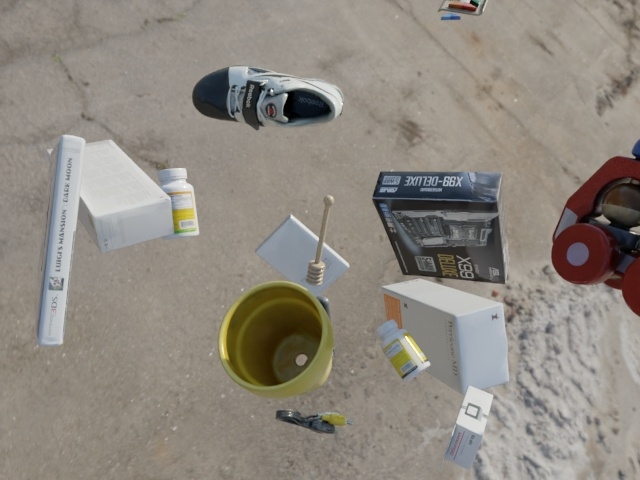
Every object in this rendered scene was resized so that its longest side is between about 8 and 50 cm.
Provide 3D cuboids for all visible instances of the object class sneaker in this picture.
[{"bbox_3d":[-0.114,-0.296,1.033,0.330,0.123,0.146,1,23,1],"label":"sneaker"}]

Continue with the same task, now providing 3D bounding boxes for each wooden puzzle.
[{"bbox_3d":[0.236,-0.391,0.815,0.078,0.014,0.116,7,47,13],"label":"wooden puzzle"}]

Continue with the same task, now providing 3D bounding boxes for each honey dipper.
[{"bbox_3d":[0.000,0.000,0.835,0.030,0.161,0.030,7,23,-3],"label":"honey dipper"}]

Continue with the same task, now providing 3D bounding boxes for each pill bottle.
[{"bbox_3d":[0.162,0.220,0.998,0.065,0.065,0.116,-16,63,-39],"label":"pill bottle"},{"bbox_3d":[-0.523,-0.132,1.789,0.136,0.136,0.246,-9,94,-37],"label":"pill bottle"}]

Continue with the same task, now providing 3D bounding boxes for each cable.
[{"bbox_3d":[-0.040,0.555,1.554,0.287,0.139,0.072,30,55,-32],"label":"cable"}]

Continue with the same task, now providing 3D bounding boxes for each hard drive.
[{"bbox_3d":[-0.069,0.069,1.888,0.307,0.203,0.040,41,17,-19],"label":"hard drive"}]

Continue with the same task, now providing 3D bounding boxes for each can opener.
[{"bbox_3d":[-0.007,0.286,1.490,0.093,0.281,0.074,18,41,26],"label":"can opener"}]

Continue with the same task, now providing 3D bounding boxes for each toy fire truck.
[{"bbox_3d":[0.518,-0.022,0.748,0.169,0.254,0.302,9,17,-31],"label":"toy fire truck"}]

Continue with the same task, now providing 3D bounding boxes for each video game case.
[{"bbox_3d":[-0.258,-0.006,0.481,0.022,0.190,0.173,6,92,-31],"label":"video game case"}]

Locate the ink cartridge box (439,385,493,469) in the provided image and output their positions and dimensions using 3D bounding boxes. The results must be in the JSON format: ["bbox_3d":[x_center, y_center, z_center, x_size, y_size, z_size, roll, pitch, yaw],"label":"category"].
[{"bbox_3d":[0.320,0.416,1.077,0.060,0.104,0.180,19,27,21],"label":"ink cartridge box"}]

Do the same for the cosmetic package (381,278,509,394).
[{"bbox_3d":[0.364,0.274,1.530,0.161,0.453,0.230,-10,97,-18],"label":"cosmetic package"}]

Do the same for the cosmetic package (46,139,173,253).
[{"bbox_3d":[-0.302,-0.071,0.699,0.098,0.061,0.239,-20,39,-31],"label":"cosmetic package"}]

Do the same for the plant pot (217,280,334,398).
[{"bbox_3d":[-0.078,0.256,1.169,0.239,0.253,0.254,60,26,-57],"label":"plant pot"}]

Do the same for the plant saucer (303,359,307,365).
[{"bbox_3d":[-0.024,0.360,1.339,0.013,0.083,0.084,15,55,-31],"label":"plant saucer"}]

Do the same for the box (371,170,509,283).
[{"bbox_3d":[0.268,-0.022,1.059,0.307,0.242,0.077,60,42,-50],"label":"box"}]
